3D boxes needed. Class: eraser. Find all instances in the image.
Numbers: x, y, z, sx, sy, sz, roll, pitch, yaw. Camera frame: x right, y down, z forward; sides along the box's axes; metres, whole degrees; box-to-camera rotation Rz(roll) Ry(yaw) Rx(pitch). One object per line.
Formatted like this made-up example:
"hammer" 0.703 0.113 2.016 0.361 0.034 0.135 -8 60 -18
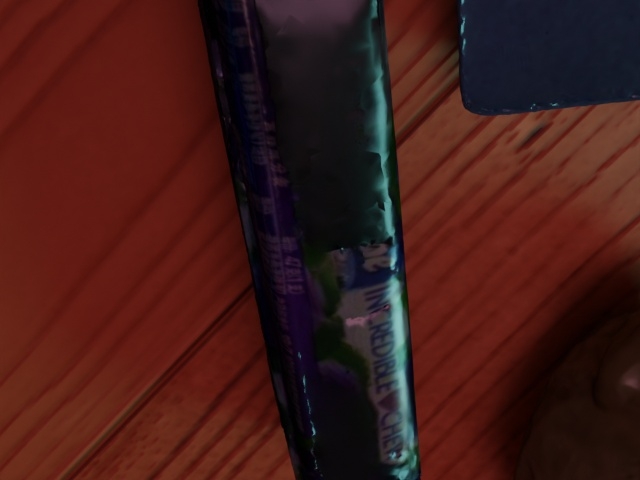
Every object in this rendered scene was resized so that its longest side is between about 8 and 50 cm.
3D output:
"eraser" 0.163 -0.098 0.547 0.225 0.036 0.082 -6 137 4

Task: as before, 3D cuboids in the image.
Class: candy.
"candy" 0.000 0.000 0.569 0.061 0.088 0.312 -13 130 -6

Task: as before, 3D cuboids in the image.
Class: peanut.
"peanut" 0.163 0.155 0.729 0.136 0.120 0.298 -35 137 -33
